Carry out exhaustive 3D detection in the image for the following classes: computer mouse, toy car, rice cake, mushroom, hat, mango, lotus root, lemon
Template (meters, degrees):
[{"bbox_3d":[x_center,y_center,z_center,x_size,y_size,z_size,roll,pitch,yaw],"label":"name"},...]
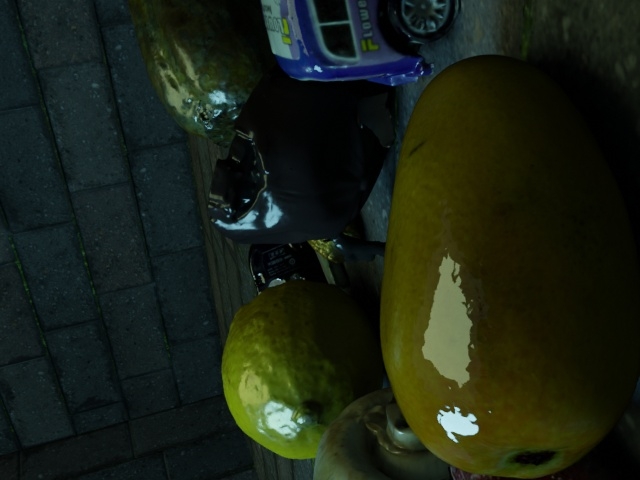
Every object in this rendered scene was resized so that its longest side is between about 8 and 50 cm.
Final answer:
[{"bbox_3d":[-0.043,0.088,1.326,0.096,0.137,0.233,46,-154,-79],"label":"computer mouse"},{"bbox_3d":[0.020,-0.262,0.712,0.172,0.158,0.235,-139,38,-65],"label":"toy car"},{"bbox_3d":[0.000,0.000,1.269,0.033,0.033,0.208,111,143,-49],"label":"rice cake"},{"bbox_3d":[0.085,0.281,0.891,0.254,0.189,0.195,-132,29,-54],"label":"mushroom"},{"bbox_3d":[0.022,-0.106,0.913,0.336,0.209,0.238,-59,-15,-60],"label":"hat"},{"bbox_3d":[0.130,0.011,0.541,0.211,0.173,0.317,124,144,-78],"label":"mango"},{"bbox_3d":[-0.178,-0.328,1.257,0.250,0.250,0.346,109,145,-64],"label":"lotus root"},{"bbox_3d":[-0.027,0.184,1.116,0.320,0.245,0.245,-103,5,-70],"label":"lemon"}]

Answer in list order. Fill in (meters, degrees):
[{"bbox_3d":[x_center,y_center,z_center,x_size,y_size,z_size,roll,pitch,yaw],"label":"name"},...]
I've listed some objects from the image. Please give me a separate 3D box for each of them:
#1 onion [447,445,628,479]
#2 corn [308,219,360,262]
[{"bbox_3d":[0.199,0.209,0.589,0.206,0.151,0.098,46,114,43],"label":"onion"},{"bbox_3d":[-0.015,-0.064,1.157,0.260,0.091,0.091,57,173,43],"label":"corn"}]
